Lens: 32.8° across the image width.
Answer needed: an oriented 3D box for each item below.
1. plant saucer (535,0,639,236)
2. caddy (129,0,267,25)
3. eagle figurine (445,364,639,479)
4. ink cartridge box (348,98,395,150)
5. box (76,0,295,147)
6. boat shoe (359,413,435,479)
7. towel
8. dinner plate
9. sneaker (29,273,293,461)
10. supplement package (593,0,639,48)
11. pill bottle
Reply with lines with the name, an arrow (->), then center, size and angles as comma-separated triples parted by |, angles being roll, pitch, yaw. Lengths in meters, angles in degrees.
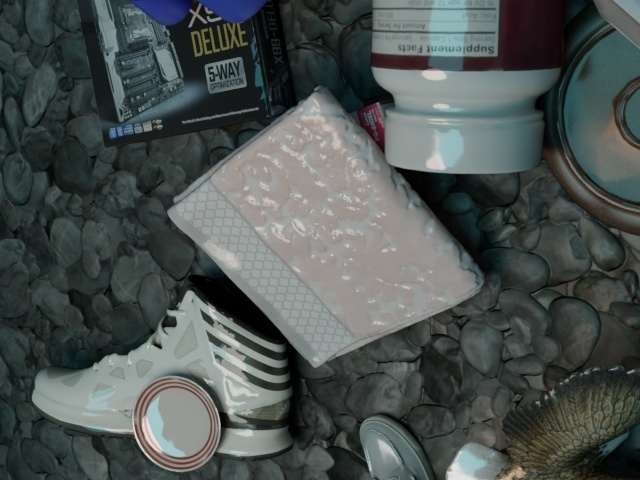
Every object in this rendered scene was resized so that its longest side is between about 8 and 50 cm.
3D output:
plant saucer -> 0.394, -0.150, 1.267 | 0.310, 0.050, 0.311 | 7, 105, 28
caddy -> -0.161, -0.437, 1.382 | 0.241, 0.179, 0.341 | 4, 71, 30
eagle figurine -> 0.316, 0.270, 1.309 | 0.226, 0.298, 0.225 | 30, 75, -13
ink cartridge box -> 0.046, -0.136, 1.435 | 0.150, 0.109, 0.063 | -17, 94, 32
box -> -0.198, -0.276, 1.566 | 0.307, 0.076, 0.242 | -6, 97, 31
boat shoe -> 0.117, 0.353, 1.522 | 0.079, 0.081, 0.227 | -32, 85, 32
towel -> 0.000, 0.000, 1.438 | 0.317, 0.053, 0.332 | -31, 108, 36
dinner plate -> -0.206, 0.263, 1.566 | 0.141, 0.017, 0.141 | 2, 96, 20
sneaker -> -0.241, 0.171, 1.669 | 0.447, 0.169, 0.257 | 5, 95, 21
supplement package -> 0.418, -0.272, 1.123 | 0.203, 0.149, 0.194 | -47, 69, 11
pill bottle -> 0.172, -0.283, 1.261 | 0.224, 0.224, 0.392 | 8, 105, 29
